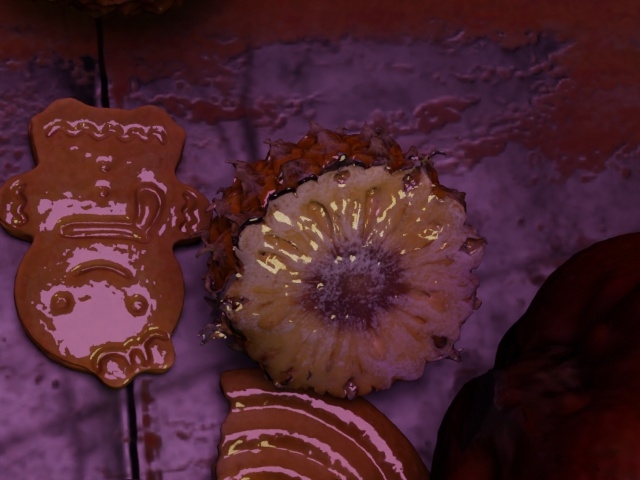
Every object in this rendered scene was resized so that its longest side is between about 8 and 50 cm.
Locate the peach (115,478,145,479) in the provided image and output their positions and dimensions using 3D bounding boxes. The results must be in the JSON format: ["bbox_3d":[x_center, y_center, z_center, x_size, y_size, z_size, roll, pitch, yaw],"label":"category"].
[{"bbox_3d":[-0.094,0.252,1.027,0.232,0.232,0.232,2,71,-7],"label":"peach"}]

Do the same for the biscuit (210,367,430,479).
[{"bbox_3d":[0.006,0.184,1.142,0.144,0.033,0.224,1,72,-7],"label":"biscuit"}]

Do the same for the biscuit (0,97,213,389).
[{"bbox_3d":[-0.139,-0.004,1.189,0.133,0.027,0.184,15,70,-4],"label":"biscuit"}]

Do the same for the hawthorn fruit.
[{"bbox_3d":[0.217,0.139,1.062,0.311,0.295,0.295,8,71,-8],"label":"hawthorn fruit"}]

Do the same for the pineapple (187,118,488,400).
[{"bbox_3d":[0.002,-0.003,1.168,0.176,0.137,0.161,-2,115,-14],"label":"pineapple"}]

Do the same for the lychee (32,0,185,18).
[{"bbox_3d":[-0.135,-0.228,1.193,0.188,0.188,0.188,2,71,-7],"label":"lychee"}]
